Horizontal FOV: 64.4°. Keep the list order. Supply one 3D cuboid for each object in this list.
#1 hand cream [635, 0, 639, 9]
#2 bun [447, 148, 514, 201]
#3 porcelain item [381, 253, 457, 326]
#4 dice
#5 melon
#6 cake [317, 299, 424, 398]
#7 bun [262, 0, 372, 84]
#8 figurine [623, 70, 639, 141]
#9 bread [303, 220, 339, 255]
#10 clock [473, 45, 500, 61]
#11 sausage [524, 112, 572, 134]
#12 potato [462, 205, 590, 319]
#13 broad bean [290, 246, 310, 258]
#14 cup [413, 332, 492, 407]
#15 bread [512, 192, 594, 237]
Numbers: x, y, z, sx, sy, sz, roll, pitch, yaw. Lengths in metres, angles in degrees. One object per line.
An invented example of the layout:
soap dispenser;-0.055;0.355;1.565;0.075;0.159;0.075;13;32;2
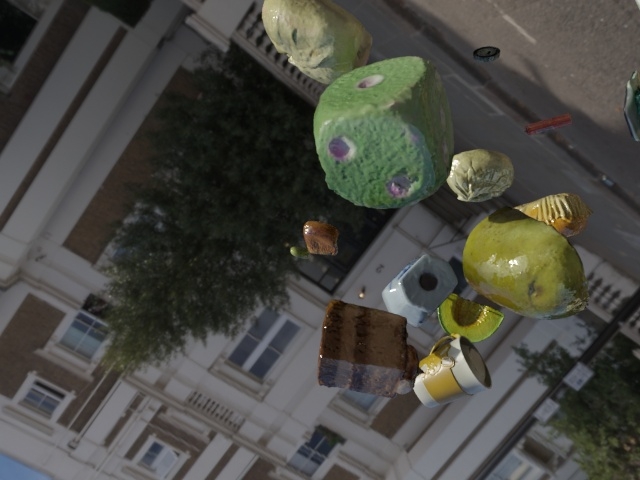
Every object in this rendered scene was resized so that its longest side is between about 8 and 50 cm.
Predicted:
hand cream;0.740;-0.492;1.101;0.078;0.050;0.204;37;-152;-30
bun;0.537;-0.209;1.719;0.230;0.145;0.229;3;166;1
porcelain item;0.335;0.181;1.782;0.178;0.242;0.405;44;169;10
dice;0.187;-0.296;1.416;0.330;0.319;0.322;65;-147;-34
melon;0.600;0.328;2.104;0.265;0.169;0.129;21;176;15
cake;0.140;0.297;1.385;0.294;0.196;0.198;9;-132;5
bun;-0.013;-0.611;1.535;0.361;0.213;0.361;30;-164;-10
figurine;0.940;-0.341;1.206;0.324;0.231;0.340;22;165;-37
bread;0.000;0.000;1.716;0.129;0.126;0.044;6;-148;21
clock;0.534;-0.599;1.634;0.085;0.085;0.017;45;157;44
sausage;0.657;-0.335;1.475;0.034;0.130;0.034;26;-122;-52
potato;0.542;0.095;1.363;0.330;0.213;0.280;62;177;-5
broad bean;-0.072;0.044;1.891;0.083;0.045;0.063;9;-158;-37
cup;0.426;0.424;1.698;0.185;0.226;0.241;42;-154;-26
bread;0.885;-0.060;2.071;0.236;0.183;0.389;-1;164;-22
